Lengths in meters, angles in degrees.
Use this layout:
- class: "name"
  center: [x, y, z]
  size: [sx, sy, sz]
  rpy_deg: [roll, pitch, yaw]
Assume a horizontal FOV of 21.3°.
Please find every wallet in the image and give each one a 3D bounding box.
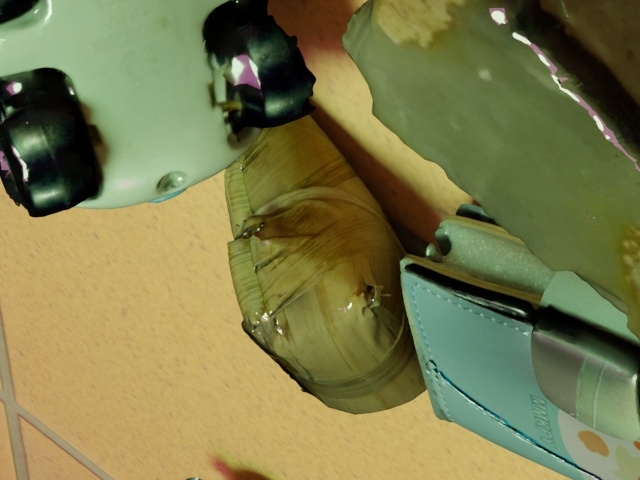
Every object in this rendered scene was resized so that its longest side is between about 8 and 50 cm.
- class: "wallet"
  center: [0.166, 0.086, 0.938]
  size: [0.250, 0.075, 0.176]
  rpy_deg: [23, 147, 33]

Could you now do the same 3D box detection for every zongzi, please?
- class: "zongzi"
  center: [0.000, 0.000, 1.049]
  size: [0.194, 0.099, 0.197]
  rpy_deg: [56, -164, -59]

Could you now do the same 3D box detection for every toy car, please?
- class: "toy car"
  center: [-0.123, -0.145, 0.915]
  size: [0.190, 0.188, 0.255]
  rpy_deg: [-127, 17, -53]

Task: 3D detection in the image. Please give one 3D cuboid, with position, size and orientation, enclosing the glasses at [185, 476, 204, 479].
- class: "glasses"
  center: [-0.085, 0.356, 1.416]
  size: [0.118, 0.268, 0.234]
  rpy_deg: [8, 135, 21]

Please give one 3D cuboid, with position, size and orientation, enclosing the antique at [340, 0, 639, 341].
- class: "antique"
  center: [0.153, -0.045, 0.735]
  size: [0.284, 0.125, 0.150]
  rpy_deg: [44, 155, 1]
